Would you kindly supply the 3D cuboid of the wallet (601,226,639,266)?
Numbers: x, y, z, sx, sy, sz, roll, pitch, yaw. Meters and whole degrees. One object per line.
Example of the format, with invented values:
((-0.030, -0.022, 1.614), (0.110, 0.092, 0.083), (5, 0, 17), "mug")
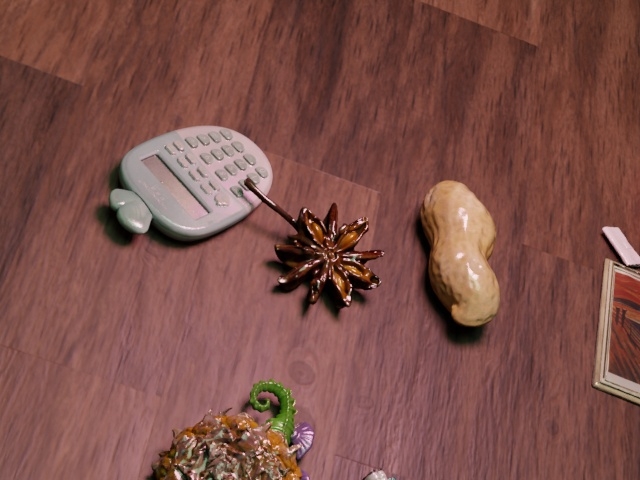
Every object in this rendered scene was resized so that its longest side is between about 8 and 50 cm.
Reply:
((0.507, 0.011, 2.306), (0.044, 0.011, 0.083), (0, 48, -42), "wallet")

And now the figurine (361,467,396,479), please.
((0.101, 0.354, 1.842), (0.106, 0.047, 0.060), (52, 9, 27), "figurine")

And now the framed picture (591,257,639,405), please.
((0.544, 0.163, 2.206), (0.216, 0.016, 0.273), (21, 48, -7), "framed picture")

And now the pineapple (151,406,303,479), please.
((-0.118, 0.304, 1.726), (0.224, 0.076, 0.225), (0, 63, 0), "pineapple")

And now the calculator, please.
((-0.196, -0.085, 2.060), (0.295, 0.042, 0.184), (-29, 69, -40), "calculator")

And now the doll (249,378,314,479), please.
((-0.064, 0.268, 1.831), (0.115, 0.050, 0.190), (23, 46, -15), "doll")

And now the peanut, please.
((0.217, 0.019, 2.119), (0.117, 0.101, 0.263), (-1, 52, 0), "peanut")

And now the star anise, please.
((0.000, -0.003, 2.051), (0.177, 0.073, 0.234), (-13, 76, -22), "star anise")
